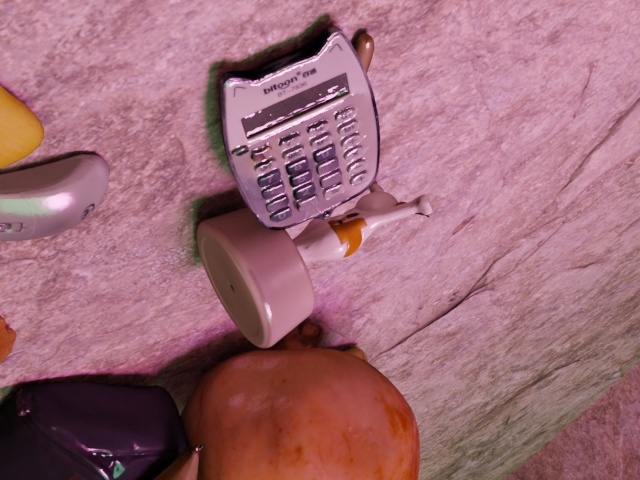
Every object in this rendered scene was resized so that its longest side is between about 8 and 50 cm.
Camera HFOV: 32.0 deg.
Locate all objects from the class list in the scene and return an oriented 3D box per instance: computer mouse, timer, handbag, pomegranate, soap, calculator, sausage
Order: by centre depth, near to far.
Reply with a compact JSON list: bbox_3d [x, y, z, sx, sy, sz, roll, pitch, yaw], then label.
[{"bbox_3d":[-0.310,-0.110,1.003,0.089,0.033,0.168,-30,156,-3],"label":"soap"},{"bbox_3d":[-0.295,-0.035,1.140,0.182,0.056,0.089,-14,147,-28],"label":"computer mouse"},{"bbox_3d":[-0.018,-0.111,1.235,0.177,0.040,0.268,-24,137,-8],"label":"calculator"},{"bbox_3d":[0.038,-0.182,1.245,0.024,0.024,0.132,-17,153,-24],"label":"sausage"},{"bbox_3d":[0.000,0.000,1.406,0.266,0.175,0.175,-27,156,-19],"label":"timer"},{"bbox_3d":[-0.376,0.342,1.627,0.302,0.177,0.275,-43,152,28],"label":"handbag"},{"bbox_3d":[-0.036,0.326,1.759,0.412,0.411,0.411,-24,155,-12],"label":"pomegranate"}]

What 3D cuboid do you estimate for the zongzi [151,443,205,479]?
[{"bbox_3d":[-0.255,0.407,1.658,0.256,0.115,0.228,-65,-170,-12],"label":"zongzi"}]

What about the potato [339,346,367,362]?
[{"bbox_3d":[0.027,0.230,1.972,0.138,0.070,0.091,-6,148,-42],"label":"potato"}]

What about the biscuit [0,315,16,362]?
[{"bbox_3d":[-0.429,0.167,1.322,0.184,0.027,0.133,-58,170,-8],"label":"biscuit"}]
